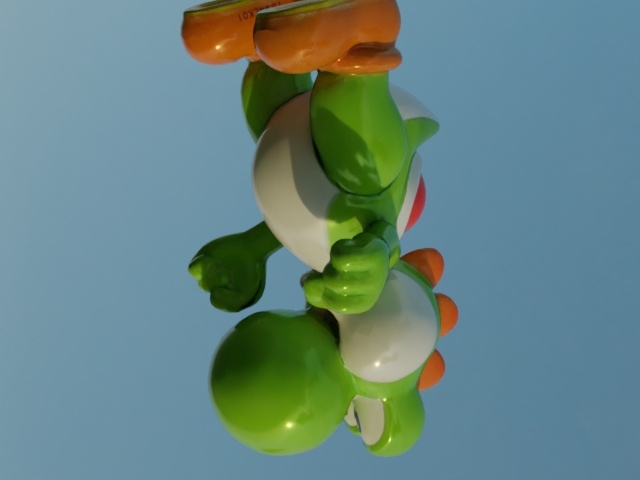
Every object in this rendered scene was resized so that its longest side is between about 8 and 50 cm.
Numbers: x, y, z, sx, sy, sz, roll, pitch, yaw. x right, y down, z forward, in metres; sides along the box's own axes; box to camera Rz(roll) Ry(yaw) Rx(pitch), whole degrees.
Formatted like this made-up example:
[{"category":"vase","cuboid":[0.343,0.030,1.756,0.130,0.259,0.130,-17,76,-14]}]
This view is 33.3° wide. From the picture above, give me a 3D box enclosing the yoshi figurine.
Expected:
[{"category":"yoshi figurine","cuboid":[-0.018,0.011,0.762,0.203,0.362,0.203,-5,-158,16]}]
